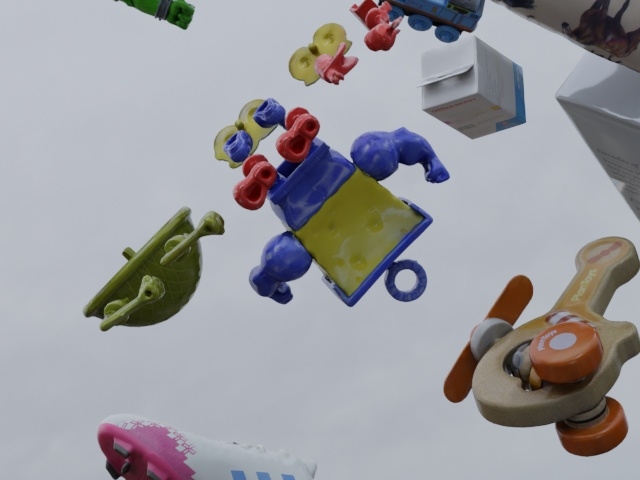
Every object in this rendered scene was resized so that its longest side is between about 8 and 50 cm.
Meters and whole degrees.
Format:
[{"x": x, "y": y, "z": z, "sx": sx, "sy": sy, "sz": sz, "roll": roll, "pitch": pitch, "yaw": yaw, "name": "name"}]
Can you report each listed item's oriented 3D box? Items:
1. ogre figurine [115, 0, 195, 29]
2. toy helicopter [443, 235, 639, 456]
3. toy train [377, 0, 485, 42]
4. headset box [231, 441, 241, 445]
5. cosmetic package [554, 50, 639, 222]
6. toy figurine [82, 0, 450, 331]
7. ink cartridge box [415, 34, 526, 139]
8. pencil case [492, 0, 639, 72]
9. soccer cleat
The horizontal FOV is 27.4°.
[{"x": -0.205, "y": -0.357, "z": 1.562, "sx": 0.118, "sy": 0.097, "sz": 0.197, "roll": 2, "pitch": -55, "yaw": -5, "name": "ogre figurine"}, {"x": 0.295, "y": 0.109, "z": 1.638, "sx": 0.235, "sy": 0.140, "sz": 0.355, "roll": -3, "pitch": 32, "yaw": 38, "name": "toy helicopter"}, {"x": 0.175, "y": -0.388, "z": 2.114, "sx": 0.184, "sy": 0.080, "sz": 0.105, "roll": 19, "pitch": -29, "yaw": -8, "name": "toy train"}, {"x": -0.093, "y": 0.311, "z": 1.730, "sx": 0.062, "sy": 0.083, "sz": 0.032, "roll": 30, "pitch": -71, "yaw": -24, "name": "headset box"}, {"x": 0.627, "y": -0.188, "z": 1.948, "sx": 0.329, "sy": 0.327, "sz": 0.393, "roll": -54, "pitch": -45, "yaw": -8, "name": "cosmetic package"}, {"x": 0.000, "y": 0.000, "z": 1.105, "sx": 0.362, "sy": 0.217, "sz": 0.191, "roll": -48, "pitch": 18, "yaw": -3, "name": "toy figurine"}, {"x": 0.204, "y": -0.211, "z": 1.797, "sx": 0.092, "sy": 0.090, "sz": 0.143, "roll": -15, "pitch": -25, "yaw": 36, "name": "ink cartridge box"}, {"x": 0.310, "y": -0.387, "z": 1.781, "sx": 0.183, "sy": 0.410, "sz": 0.160, "roll": -56, "pitch": -13, "yaw": -20, "name": "pencil case"}, {"x": -0.090, "y": 0.275, "z": 1.462, "sx": 0.143, "sy": 0.331, "sz": 0.116, "roll": -51, "pitch": -9, "yaw": -34, "name": "soccer cleat"}]
